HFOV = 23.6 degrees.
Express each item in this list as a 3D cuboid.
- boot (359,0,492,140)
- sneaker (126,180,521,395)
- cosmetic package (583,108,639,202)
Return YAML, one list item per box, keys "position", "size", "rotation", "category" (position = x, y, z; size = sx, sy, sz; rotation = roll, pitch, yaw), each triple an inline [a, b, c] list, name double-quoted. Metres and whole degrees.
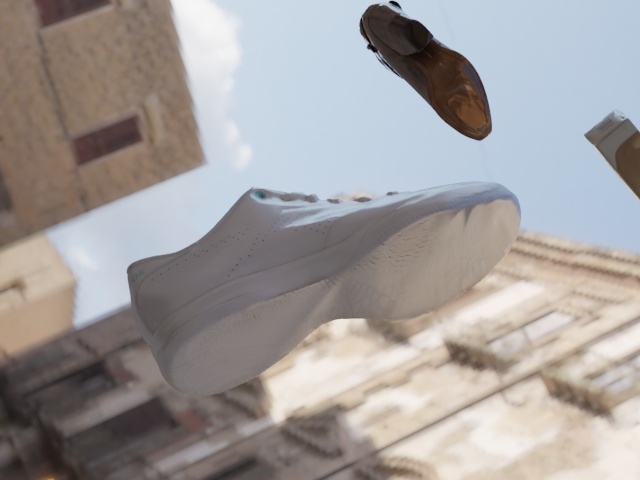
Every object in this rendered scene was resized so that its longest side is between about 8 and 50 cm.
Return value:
- position: [0.074, -0.126, 1.125]
  size: [0.118, 0.042, 0.087]
  rotation: [56, -11, -17]
  category: "boot"
- position: [0.000, 0.000, 0.806]
  size: [0.080, 0.212, 0.094]
  rotation: [89, -25, -44]
  category: "sneaker"
- position: [0.300, -0.064, 1.430]
  size: [0.115, 0.041, 0.060]
  rotation: [47, 8, -13]
  category: "cosmetic package"
